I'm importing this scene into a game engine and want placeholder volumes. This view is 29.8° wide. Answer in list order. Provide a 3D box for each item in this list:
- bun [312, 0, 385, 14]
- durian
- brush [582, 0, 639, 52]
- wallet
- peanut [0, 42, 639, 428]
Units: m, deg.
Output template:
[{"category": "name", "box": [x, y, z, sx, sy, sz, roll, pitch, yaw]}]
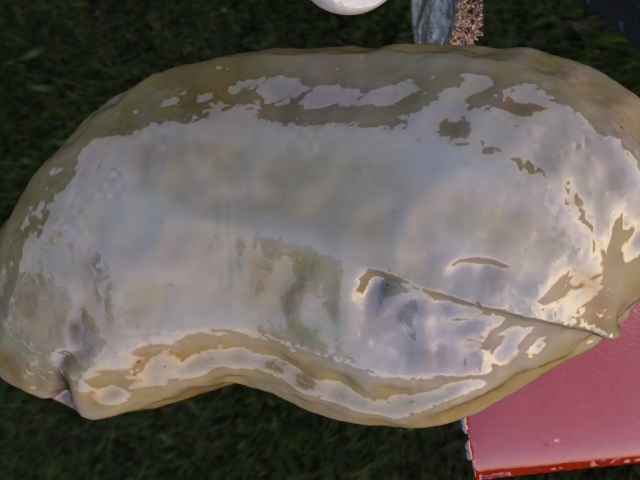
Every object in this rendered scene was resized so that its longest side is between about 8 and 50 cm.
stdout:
[{"category": "bun", "box": [0.034, -0.394, 1.623, 0.173, 0.120, 0.172, -8, 110, -21]}, {"category": "durian", "box": [0.187, -0.322, 1.746, 0.148, 0.091, 0.188, 55, 134, 43]}, {"category": "brush", "box": [0.305, -0.266, 1.176, 0.059, 0.123, 0.197, -21, 49, -16]}, {"category": "wallet", "box": [0.179, 0.064, 0.689, 0.204, 0.045, 0.142, -8, 109, 8]}, {"category": "peanut", "box": [0.000, -0.006, 0.567, 0.340, 0.158, 0.174, 4, 110, 14]}]
